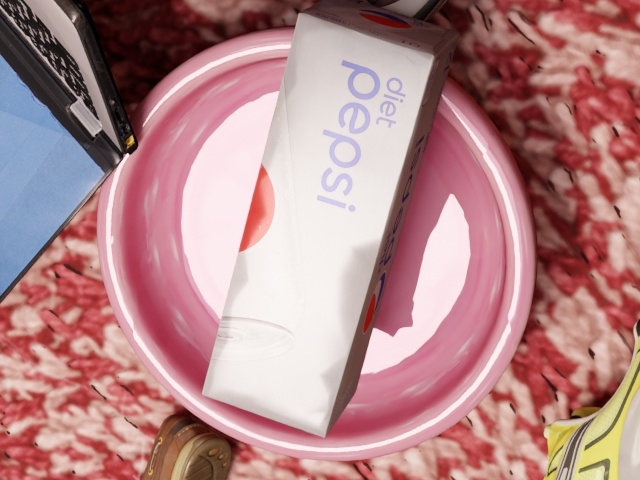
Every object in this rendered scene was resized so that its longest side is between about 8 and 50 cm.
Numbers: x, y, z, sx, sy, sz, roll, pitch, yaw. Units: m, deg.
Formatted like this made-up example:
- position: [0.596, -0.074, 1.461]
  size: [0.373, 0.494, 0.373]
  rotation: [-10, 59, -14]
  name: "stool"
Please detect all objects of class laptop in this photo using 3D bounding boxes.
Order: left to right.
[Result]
- position: [-0.339, -0.151, 1.127]
  size: [0.236, 0.408, 0.382]
  rotation: [-40, 80, -10]
  name: "laptop"

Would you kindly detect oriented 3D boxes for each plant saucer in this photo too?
- position: [0.000, 0.000, 1.200]
  size: [0.332, 0.084, 0.332]
  rotation: [4, 107, 14]
  name: "plant saucer"

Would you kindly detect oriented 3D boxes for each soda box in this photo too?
- position: [0.005, -0.017, 1.099]
  size: [0.098, 0.091, 0.286]
  rotation: [19, 111, 9]
  name: "soda box"

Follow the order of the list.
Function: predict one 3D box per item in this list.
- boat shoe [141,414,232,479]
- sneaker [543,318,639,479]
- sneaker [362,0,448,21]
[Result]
- position: [-0.128, 0.224, 1.325]
  size: [0.060, 0.064, 0.178]
  rotation: [36, 115, 35]
  name: "boat shoe"
- position: [0.222, 0.212, 1.199]
  size: [0.385, 0.145, 0.147]
  rotation: [-58, 45, 33]
  name: "sneaker"
- position: [0.081, -0.285, 1.077]
  size: [0.162, 0.106, 0.281]
  rotation: [42, 113, 2]
  name: "sneaker"
